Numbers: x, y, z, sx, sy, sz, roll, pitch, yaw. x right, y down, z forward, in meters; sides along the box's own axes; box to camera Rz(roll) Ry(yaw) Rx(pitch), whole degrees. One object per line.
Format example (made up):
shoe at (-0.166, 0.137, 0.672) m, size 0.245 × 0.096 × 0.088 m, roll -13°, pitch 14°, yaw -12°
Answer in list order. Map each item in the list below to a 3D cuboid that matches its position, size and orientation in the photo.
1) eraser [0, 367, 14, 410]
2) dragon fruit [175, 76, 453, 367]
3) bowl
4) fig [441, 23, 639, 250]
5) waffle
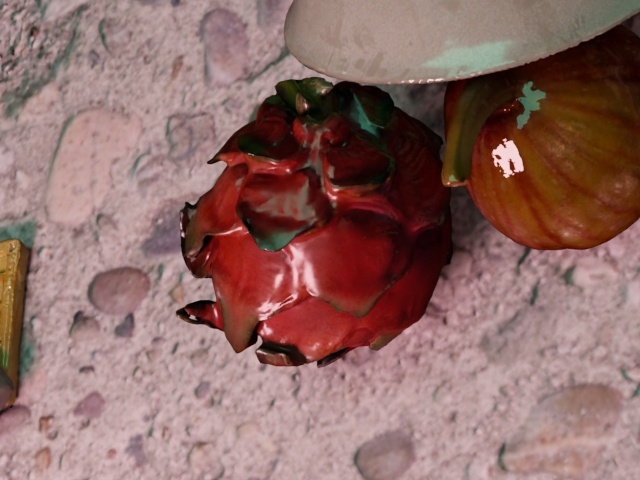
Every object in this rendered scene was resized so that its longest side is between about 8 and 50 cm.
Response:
eraser at (-0.404, 0.226, 1.565) m, size 0.111 × 0.077 × 0.352 m, roll 40°, pitch 99°, yaw 35°
dragon fruit at (0.000, 0.000, 1.360) m, size 0.193 × 0.274 × 0.192 m, roll 15°, pitch 38°, yaw 9°
bowl at (0.104, -0.247, 1.319) m, size 0.313 × 0.146 × 0.313 m, roll -14°, pitch 27°, yaw 8°
fig at (0.151, -0.091, 1.297) m, size 0.175 × 0.207 × 0.175 m, roll -16°, pitch 64°, yaw 35°
waffle at (-0.299, 0.075, 1.604) m, size 0.097 × 0.023 × 0.152 m, roll -9°, pitch 70°, yaw 29°
